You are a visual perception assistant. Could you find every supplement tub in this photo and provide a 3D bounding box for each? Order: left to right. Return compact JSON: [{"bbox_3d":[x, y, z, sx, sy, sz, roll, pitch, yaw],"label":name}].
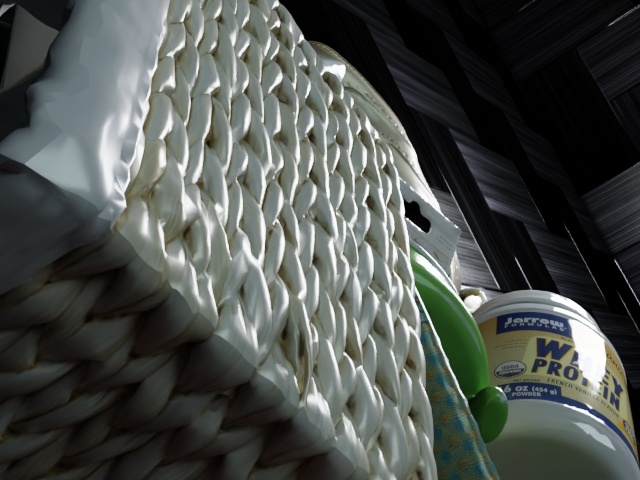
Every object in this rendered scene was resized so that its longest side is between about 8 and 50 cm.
[{"bbox_3d":[0.245,0.212,1.198,0.228,0.228,0.316,52,23,-14],"label":"supplement tub"}]

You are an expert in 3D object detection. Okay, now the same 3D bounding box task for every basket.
[{"bbox_3d":[-0.144,0.023,0.531,0.266,0.328,0.331,47,24,-33],"label":"basket"}]

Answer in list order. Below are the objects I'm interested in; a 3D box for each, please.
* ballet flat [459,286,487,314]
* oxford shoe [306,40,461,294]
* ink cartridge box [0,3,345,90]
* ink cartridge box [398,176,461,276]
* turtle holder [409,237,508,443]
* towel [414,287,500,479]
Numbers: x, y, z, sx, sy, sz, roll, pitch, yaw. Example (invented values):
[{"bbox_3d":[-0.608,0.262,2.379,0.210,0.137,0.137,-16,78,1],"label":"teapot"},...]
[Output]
[{"bbox_3d":[0.211,0.099,1.489,0.070,0.070,0.188,59,22,2],"label":"ballet flat"},{"bbox_3d":[0.069,-0.085,1.284,0.397,0.140,0.146,57,-2,1],"label":"oxford shoe"},{"bbox_3d":[-0.124,-0.139,0.926,0.197,0.114,0.273,21,14,18],"label":"ink cartridge box"},{"bbox_3d":[0.059,0.049,1.117,0.181,0.056,0.224,36,62,-40],"label":"ink cartridge box"},{"bbox_3d":[0.033,0.108,0.885,0.320,0.243,0.227,31,16,-23],"label":"turtle holder"},{"bbox_3d":[-0.012,0.194,0.653,0.040,0.271,0.370,53,15,-61],"label":"towel"}]
